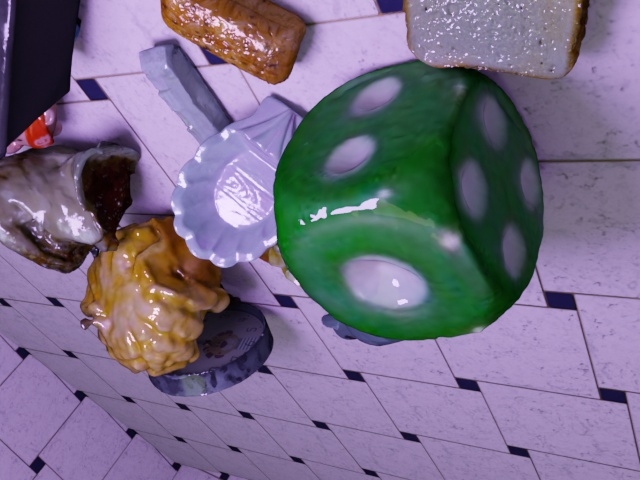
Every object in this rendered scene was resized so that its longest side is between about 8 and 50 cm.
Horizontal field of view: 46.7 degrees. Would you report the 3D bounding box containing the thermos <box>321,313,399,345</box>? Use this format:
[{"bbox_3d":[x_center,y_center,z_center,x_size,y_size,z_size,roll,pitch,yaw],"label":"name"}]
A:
[{"bbox_3d":[0.139,0.134,1.467,0.182,0.145,0.286,3,163,-30],"label":"thermos"}]

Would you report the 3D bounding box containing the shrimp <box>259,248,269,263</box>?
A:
[{"bbox_3d":[-0.109,-0.026,1.472,0.150,0.068,0.248,-18,134,33],"label":"shrimp"}]

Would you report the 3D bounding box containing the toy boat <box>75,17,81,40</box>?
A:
[{"bbox_3d":[-0.456,-0.363,1.215,0.137,0.061,0.060,24,149,1],"label":"toy boat"}]

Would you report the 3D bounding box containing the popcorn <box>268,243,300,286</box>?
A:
[{"bbox_3d":[0.000,0.001,1.329,0.185,0.167,0.187,10,151,13],"label":"popcorn"}]

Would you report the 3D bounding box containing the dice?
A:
[{"bbox_3d":[0.127,-0.054,1.036,0.287,0.300,0.297,-10,133,39],"label":"dice"}]

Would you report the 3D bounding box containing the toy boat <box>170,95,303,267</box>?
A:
[{"bbox_3d":[-0.121,-0.096,1.237,0.199,0.100,0.290,37,105,-2],"label":"toy boat"}]

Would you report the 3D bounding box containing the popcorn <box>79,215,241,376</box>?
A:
[{"bbox_3d":[-0.336,0.120,1.636,0.348,0.349,0.381,-5,175,40],"label":"popcorn"}]

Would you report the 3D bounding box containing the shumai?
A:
[{"bbox_3d":[-0.487,-0.118,1.482,0.292,0.330,0.288,41,106,-15],"label":"shumai"}]

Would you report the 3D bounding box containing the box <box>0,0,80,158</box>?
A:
[{"bbox_3d":[-0.502,-0.345,1.062,0.251,0.204,0.345,27,133,-3],"label":"box"}]

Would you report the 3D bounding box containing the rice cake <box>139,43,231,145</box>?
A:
[{"bbox_3d":[-0.192,-0.198,1.273,0.066,0.063,0.336,-7,135,30],"label":"rice cake"}]

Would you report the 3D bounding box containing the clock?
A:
[{"bbox_3d":[-0.266,0.249,1.760,0.312,0.312,0.062,5,121,30],"label":"clock"}]

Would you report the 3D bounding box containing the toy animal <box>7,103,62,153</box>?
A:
[{"bbox_3d":[-0.582,-0.249,1.389,0.197,0.171,0.171,34,148,-6],"label":"toy animal"}]

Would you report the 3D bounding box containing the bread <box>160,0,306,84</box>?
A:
[{"bbox_3d":[-0.126,-0.305,1.050,0.211,0.083,0.114,28,153,-1],"label":"bread"}]

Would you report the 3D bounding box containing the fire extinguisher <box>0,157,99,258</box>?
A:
[{"bbox_3d":[-0.656,-0.054,1.756,0.337,0.114,0.135,37,126,-17],"label":"fire extinguisher"}]

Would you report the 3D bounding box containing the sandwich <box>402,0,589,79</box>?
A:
[{"bbox_3d":[0.201,-0.281,0.864,0.214,0.065,0.186,13,147,20],"label":"sandwich"}]
